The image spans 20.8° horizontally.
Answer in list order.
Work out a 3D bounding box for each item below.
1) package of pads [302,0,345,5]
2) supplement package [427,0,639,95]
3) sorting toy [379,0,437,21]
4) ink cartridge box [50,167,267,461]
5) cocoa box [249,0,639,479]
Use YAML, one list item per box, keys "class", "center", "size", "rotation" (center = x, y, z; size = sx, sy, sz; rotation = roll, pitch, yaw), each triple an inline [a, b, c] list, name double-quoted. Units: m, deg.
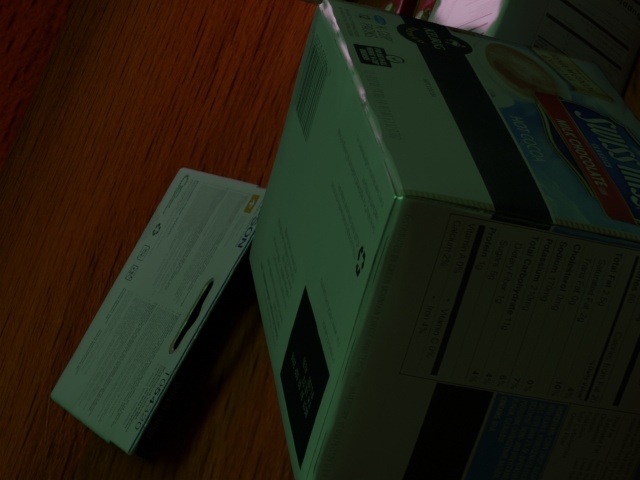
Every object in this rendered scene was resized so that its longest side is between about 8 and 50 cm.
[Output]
- class: "package of pads"
  center: [0.017, -0.447, 2.055]
  size: [0.296, 0.101, 0.229]
  rotation: [79, -149, -65]
- class: "supplement package"
  center: [0.195, -0.213, 1.490]
  size: [0.139, 0.134, 0.244]
  rotation: [-15, 47, 60]
- class: "sorting toy"
  center: [0.102, -0.155, 1.676]
  size: [0.255, 0.089, 0.257]
  rotation: [-29, 35, 52]
- class: "ink cartridge box"
  center: [-0.161, 0.082, 1.964]
  size: [0.324, 0.071, 0.330]
  rotation: [-60, 25, -6]
- class: "cocoa box"
  center: [0.100, 0.015, 1.195]
  size: [0.347, 0.228, 0.231]
  rotation: [-106, 29, -62]
